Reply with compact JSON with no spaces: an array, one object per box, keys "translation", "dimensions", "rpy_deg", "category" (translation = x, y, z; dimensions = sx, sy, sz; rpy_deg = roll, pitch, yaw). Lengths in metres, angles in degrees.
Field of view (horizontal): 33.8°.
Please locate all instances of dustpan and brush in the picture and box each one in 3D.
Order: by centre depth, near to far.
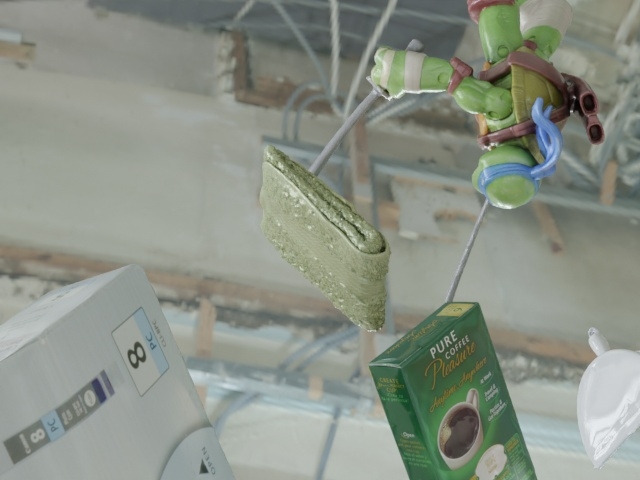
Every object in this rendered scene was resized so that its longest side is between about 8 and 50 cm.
[{"translation":[0.361,0.169,1.306],"dimensions":[0.060,0.147,0.211],"rpy_deg":[22,-153,-27],"category":"dustpan and brush"}]

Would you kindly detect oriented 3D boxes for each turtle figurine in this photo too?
[{"translation":[0.124,-0.129,0.947],"dimensions":[0.197,0.275,0.266],"rpy_deg":[25,-121,-12],"category":"turtle figurine"}]

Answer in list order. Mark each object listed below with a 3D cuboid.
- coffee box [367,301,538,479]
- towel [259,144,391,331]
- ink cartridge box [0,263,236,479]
[{"translation":[0.113,0.154,0.872],"dimensions":[0.040,0.184,0.113],"rpy_deg":[-2,-155,48],"category":"coffee box"},{"translation":[0.000,0.000,0.835],"dimensions":[0.027,0.110,0.148],"rpy_deg":[-32,-125,-25],"category":"towel"},{"translation":[-0.161,0.221,0.641],"dimensions":[0.091,0.308,0.385],"rpy_deg":[-17,-167,20],"category":"ink cartridge box"}]
